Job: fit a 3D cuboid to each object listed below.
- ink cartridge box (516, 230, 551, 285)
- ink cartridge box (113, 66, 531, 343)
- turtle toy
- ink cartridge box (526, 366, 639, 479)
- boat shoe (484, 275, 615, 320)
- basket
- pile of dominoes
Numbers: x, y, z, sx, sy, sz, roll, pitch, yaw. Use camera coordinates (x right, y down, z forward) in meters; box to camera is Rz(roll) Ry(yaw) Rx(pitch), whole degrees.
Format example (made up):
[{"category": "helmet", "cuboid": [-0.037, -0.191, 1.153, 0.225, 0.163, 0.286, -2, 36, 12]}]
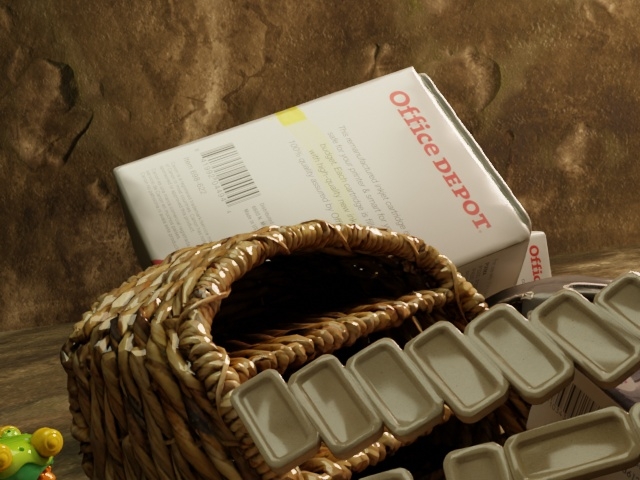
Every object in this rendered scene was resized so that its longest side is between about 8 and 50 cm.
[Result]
[{"category": "ink cartridge box", "cuboid": [0.188, 0.076, 1.301, 0.208, 0.153, 0.087, -10, 3, -9]}, {"category": "ink cartridge box", "cuboid": [0.000, 0.000, 1.159, 0.384, 0.279, 0.160, -21, -31, -14]}, {"category": "turtle toy", "cuboid": [-0.285, 0.204, 0.882, 0.095, 0.066, 0.130, -8, 2, 44]}, {"category": "ink cartridge box", "cuboid": [0.291, 0.091, 0.559, 0.332, 0.065, 0.165, -10, 34, -32]}, {"category": "boat shoe", "cuboid": [0.293, 0.090, 1.029, 0.335, 0.112, 0.095, -4, -1, 20]}, {"category": "basket", "cuboid": [0.015, 0.090, 0.677, 0.223, 0.214, 0.299, -8, 2, 38]}, {"category": "pile of dominoes", "cuboid": [0.084, 0.120, 0.470, 0.251, 0.040, 0.196, -17, 45, 6]}]
